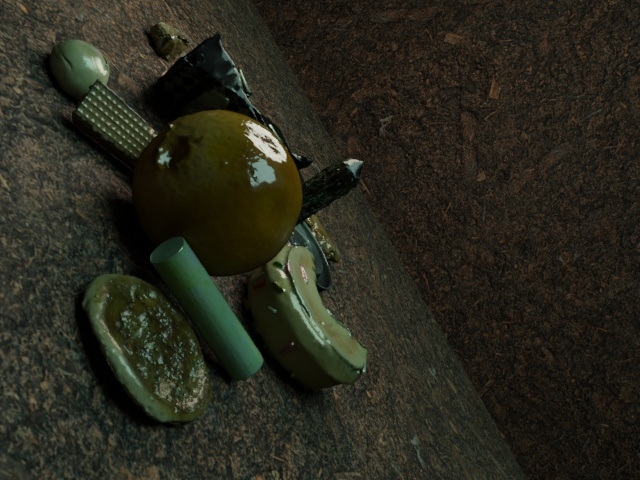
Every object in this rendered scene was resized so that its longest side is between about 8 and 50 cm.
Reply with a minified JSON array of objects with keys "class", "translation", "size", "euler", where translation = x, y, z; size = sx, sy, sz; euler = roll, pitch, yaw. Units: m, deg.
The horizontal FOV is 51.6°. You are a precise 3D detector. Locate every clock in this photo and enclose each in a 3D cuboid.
[{"class":"clock","translation":[-0.073,0.022,1.934],"size":[0.312,0.061,0.312],"euler":[52,16,-22]}]

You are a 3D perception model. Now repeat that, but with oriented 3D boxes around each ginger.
[{"class":"ginger","translation":[-0.001,0.001,2.202],"size":[0.213,0.074,0.137],"euler":[61,14,-15]}]

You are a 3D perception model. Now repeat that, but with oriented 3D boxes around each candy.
[{"class":"candy","translation":[-0.442,-0.583,1.926],"size":[0.110,0.085,0.095],"euler":[53,18,21]}]

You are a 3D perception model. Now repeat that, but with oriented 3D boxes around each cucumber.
[{"class":"cucumber","translation":[-0.039,-0.099,1.713],"size":[0.096,0.359,0.096],"euler":[56,11,-17]}]

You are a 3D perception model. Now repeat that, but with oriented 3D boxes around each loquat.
[{"class":"loquat","translation":[-0.196,-0.087,1.274],"size":[0.328,0.328,0.328],"euler":[52,16,-21]}]

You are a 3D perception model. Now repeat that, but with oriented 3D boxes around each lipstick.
[{"class":"lipstick","translation":[-0.198,0.132,1.190],"size":[0.076,0.076,0.304],"euler":[-97,162,-58]}]

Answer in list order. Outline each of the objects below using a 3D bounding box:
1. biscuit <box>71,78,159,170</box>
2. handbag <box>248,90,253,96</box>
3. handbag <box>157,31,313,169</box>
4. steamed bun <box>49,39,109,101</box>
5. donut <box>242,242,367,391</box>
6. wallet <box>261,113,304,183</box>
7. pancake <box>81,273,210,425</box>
[{"class":"biscuit","translation":[-0.352,-0.174,1.365],"size":[0.054,0.094,0.379],"euler":[14,-21,42]},{"class":"handbag","translation":[-0.299,-0.435,1.965],"size":[0.057,0.144,0.221],"euler":[66,14,8]},{"class":"handbag","translation":[-0.215,-0.307,1.711],"size":[0.416,0.180,0.317],"euler":[54,-21,-16]},{"class":"steamed bun","translation":[-0.476,-0.346,1.316],"size":[0.112,0.091,0.130],"euler":[40,23,-45]},{"class":"donut","translation":[-0.043,0.183,1.538],"size":[0.371,0.150,0.307],"euler":[61,15,10]},{"class":"wallet","translation":[-0.156,-0.319,2.379],"size":[0.197,0.051,0.377],"euler":[32,29,-53]},{"class":"pancake","translation":[-0.268,0.168,1.049],"size":[0.282,0.049,0.282],"euler":[56,13,-20]}]
